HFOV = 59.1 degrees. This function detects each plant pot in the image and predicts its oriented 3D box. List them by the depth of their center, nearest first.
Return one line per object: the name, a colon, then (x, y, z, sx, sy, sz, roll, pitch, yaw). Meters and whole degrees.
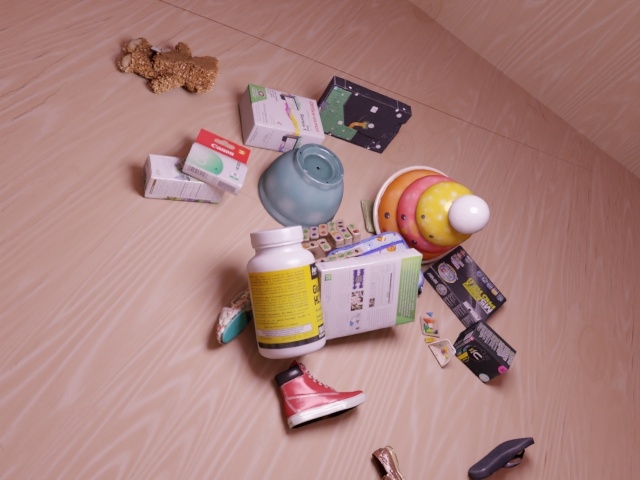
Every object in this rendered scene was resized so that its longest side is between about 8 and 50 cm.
plant pot: (-0.038, -0.199, 1.892, 0.292, 0.196, 0.293, 16, 51, -21)

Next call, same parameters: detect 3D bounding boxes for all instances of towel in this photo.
towel: (0.204, -0.085, 2.072, 0.109, 0.027, 0.148, 11, 52, -25)

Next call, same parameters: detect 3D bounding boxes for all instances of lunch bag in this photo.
lunch bag: (0.158, 0.105, 1.807, 0.303, 0.115, 0.243, -17, 69, -21)

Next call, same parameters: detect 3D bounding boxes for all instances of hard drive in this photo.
hard drive: (0.149, -0.480, 2.184, 0.338, 0.237, 0.064, 15, 51, -21)

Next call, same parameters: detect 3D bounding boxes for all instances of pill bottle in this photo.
pill bottle: (-0.097, 0.134, 1.529, 0.187, 0.187, 0.334, -11, 95, -36)

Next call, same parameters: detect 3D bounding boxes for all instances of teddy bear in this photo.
teddy bear: (-0.527, -0.601, 1.969, 0.337, 0.113, 0.245, -1, 51, -23)

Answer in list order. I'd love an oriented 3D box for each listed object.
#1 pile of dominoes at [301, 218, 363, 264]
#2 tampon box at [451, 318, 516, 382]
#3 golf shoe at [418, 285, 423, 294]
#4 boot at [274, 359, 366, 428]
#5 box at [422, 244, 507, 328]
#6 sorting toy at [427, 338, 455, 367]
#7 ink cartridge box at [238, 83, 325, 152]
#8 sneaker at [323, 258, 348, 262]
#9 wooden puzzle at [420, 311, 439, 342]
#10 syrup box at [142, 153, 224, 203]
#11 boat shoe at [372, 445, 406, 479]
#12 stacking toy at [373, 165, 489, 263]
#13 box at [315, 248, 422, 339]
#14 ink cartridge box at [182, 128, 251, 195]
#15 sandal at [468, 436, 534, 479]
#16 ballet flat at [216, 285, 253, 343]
pile of dominoes: (0.000, 0.000, 1.786, 0.251, 0.040, 0.196, -15, 40, -17)
tampon box: (0.541, 0.368, 1.879, 0.161, 0.120, 0.101, 44, 46, 4)
golf shoe: (0.274, 0.135, 1.925, 0.185, 0.067, 0.086, 12, 52, -23)
boot: (0.001, 0.400, 1.557, 0.244, 0.088, 0.176, -5, 59, -29)
box: (0.527, 0.171, 2.057, 0.216, 0.060, 0.270, -27, 74, -42)
sorting toy: (0.404, 0.357, 1.836, 0.044, 0.075, 0.083, -15, 67, -38)
ink cartridge box: (-0.141, -0.433, 2.054, 0.277, 0.117, 0.202, 6, 55, -28)
sneaker: (0.116, 0.102, 1.700, 0.225, 0.088, 0.093, -2, 86, -16)
wooden puzzle: (0.371, 0.291, 1.906, 0.078, 0.014, 0.117, 8, 54, -26)
syrup box: (-0.414, -0.185, 1.722, 0.236, 0.096, 0.093, 3, 54, -29)
boat shoe: (0.188, 0.643, 1.509, 0.060, 0.064, 0.178, -3, 53, -27)
stacking toy: (0.395, -0.092, 1.831, 0.350, 0.480, 0.351, 0, 90, -12)
box: (0.137, 0.156, 1.644, 0.321, 0.233, 0.058, -7, 26, -20)
ink cartridge box: (-0.309, -0.260, 1.745, 0.180, 0.056, 0.225, 23, 47, -15)
sandal: (0.545, 0.661, 1.697, 0.254, 0.097, 0.055, -19, 80, -28)
ballet flat: (-0.229, 0.200, 1.579, 0.077, 0.091, 0.241, 19, 37, 23)
